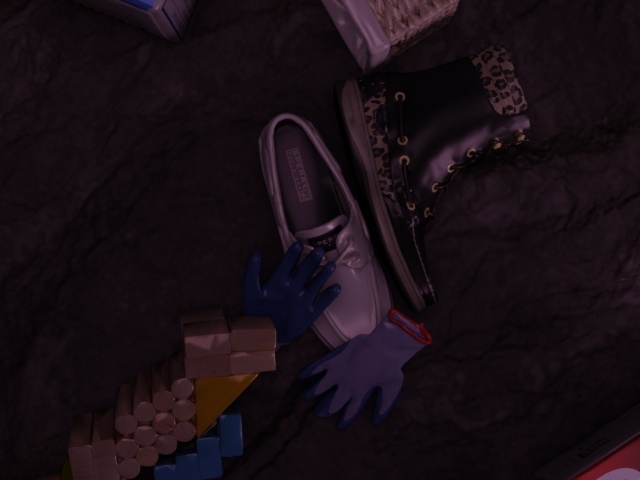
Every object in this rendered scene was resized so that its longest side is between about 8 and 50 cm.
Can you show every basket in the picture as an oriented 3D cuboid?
[{"bbox_3d":[0.049,-0.260,1.195,0.103,0.113,0.167,-31,87,-3],"label":"basket"}]

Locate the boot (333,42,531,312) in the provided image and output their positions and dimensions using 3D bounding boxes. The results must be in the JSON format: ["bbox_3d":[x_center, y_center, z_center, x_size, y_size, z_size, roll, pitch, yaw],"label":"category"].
[{"bbox_3d":[0.125,-0.065,1.197,0.179,0.085,0.236,-17,87,-3],"label":"boot"}]

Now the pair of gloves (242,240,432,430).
[{"bbox_3d":[0.000,0.090,1.177,0.198,0.023,0.159,38,121,-1],"label":"pair of gloves"}]

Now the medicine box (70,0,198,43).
[{"bbox_3d":[-0.209,-0.376,1.190,0.264,0.149,0.289,22,87,2],"label":"medicine box"}]

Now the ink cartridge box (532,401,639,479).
[{"bbox_3d":[0.399,0.277,1.148,0.272,0.130,0.309,-34,86,-2],"label":"ink cartridge box"}]

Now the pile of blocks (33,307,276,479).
[{"bbox_3d":[-0.171,0.201,1.184,0.362,0.112,0.149,-41,106,3],"label":"pile of blocks"}]

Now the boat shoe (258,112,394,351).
[{"bbox_3d":[0.000,0.000,1.194,0.095,0.084,0.258,-25,86,-1],"label":"boat shoe"}]
